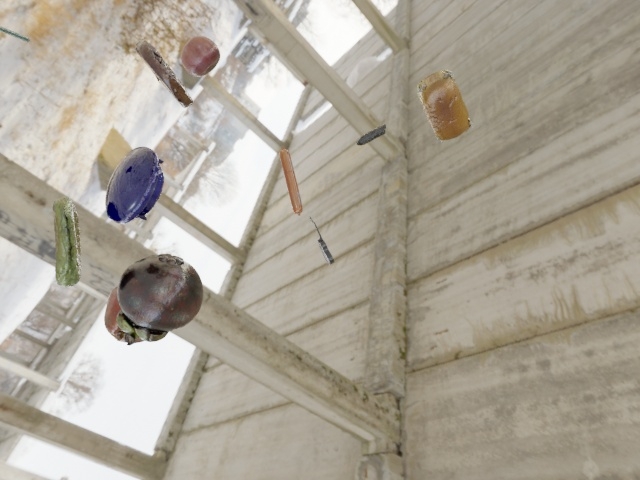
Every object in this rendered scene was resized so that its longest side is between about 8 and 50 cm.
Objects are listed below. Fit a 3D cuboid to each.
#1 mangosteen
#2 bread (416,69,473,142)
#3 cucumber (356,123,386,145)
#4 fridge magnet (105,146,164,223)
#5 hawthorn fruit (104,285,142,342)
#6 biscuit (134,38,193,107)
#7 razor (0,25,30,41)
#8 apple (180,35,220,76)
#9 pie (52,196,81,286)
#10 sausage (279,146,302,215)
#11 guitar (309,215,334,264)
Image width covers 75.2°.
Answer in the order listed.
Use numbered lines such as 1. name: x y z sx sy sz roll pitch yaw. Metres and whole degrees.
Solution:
1. mangosteen: -0.562 0.195 1.448 0.311 0.311 0.311 -39 -152 25
2. bread: 0.446 -0.479 1.494 0.136 0.241 0.107 -24 -142 19
3. cucumber: 0.256 -0.526 2.085 0.181 0.053 0.053 -29 -156 -7
4. fridge magnet: -0.609 -0.179 1.357 0.265 0.112 0.266 -13 -114 31
5. hawthorn fruit: -0.771 0.304 1.752 0.275 0.275 0.300 -34 -154 32
6. biscuit: -0.401 -0.428 1.072 0.049 0.192 0.192 -44 -155 -3
7. razor: -1.121 -0.741 1.465 0.084 0.036 0.211 -22 -171 12
8. apple: -0.467 -0.714 1.607 0.153 0.120 0.153 -40 -165 13
9. pie: -0.868 0.001 1.427 0.323 0.070 0.324 177 -90 -65
10. sausage: -0.141 -0.286 1.997 0.053 0.053 0.349 -21 -100 47
11. guitar: 0.000 0.000 1.834 0.025 0.234 0.088 -27 -174 -9
